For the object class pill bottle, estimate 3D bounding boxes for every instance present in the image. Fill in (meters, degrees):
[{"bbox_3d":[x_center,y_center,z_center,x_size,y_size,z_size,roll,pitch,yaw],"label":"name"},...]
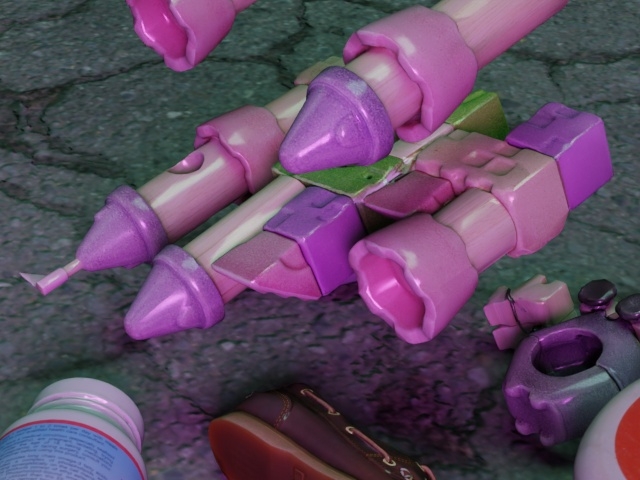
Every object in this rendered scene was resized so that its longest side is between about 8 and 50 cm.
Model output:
[{"bbox_3d":[-0.138,0.144,0.827,0.087,0.087,0.160,6,32,3],"label":"pill bottle"}]

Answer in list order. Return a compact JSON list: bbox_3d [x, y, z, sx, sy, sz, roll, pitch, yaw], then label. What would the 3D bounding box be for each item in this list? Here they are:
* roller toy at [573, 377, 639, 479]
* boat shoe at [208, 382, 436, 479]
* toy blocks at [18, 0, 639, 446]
[{"bbox_3d":[0.225,0.158,0.783,0.209,0.146,0.191,8,32,27],"label":"roller toy"},{"bbox_3d":[0.026,0.137,0.867,0.073,0.073,0.207,-22,40,-32],"label":"boat shoe"},{"bbox_3d":[0.000,0.000,0.945,0.260,0.309,0.289,-38,34,-25],"label":"toy blocks"}]
